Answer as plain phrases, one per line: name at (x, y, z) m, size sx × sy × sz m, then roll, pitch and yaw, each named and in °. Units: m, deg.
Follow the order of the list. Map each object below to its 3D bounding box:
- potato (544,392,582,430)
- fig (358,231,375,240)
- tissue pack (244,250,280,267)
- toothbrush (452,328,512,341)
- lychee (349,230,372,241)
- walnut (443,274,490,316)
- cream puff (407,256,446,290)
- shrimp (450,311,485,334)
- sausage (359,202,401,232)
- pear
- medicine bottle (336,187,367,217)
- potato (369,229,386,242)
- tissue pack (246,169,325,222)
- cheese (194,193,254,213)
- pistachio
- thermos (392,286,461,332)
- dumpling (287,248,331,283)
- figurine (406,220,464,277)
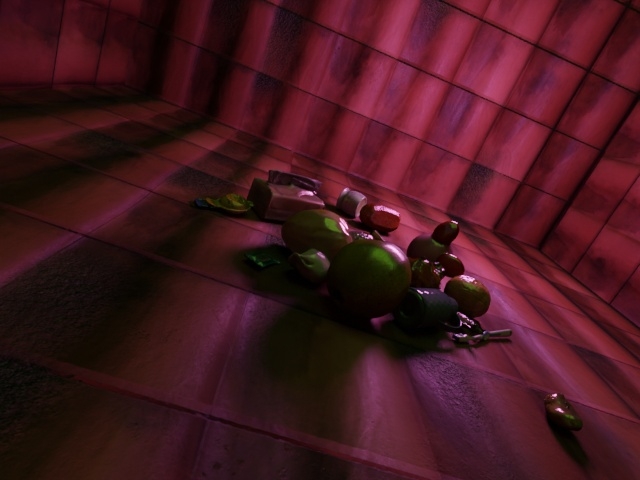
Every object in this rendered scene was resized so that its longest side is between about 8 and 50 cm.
potato at (0.734, 0.525, 1.246) m, size 0.092 × 0.070 × 0.138 m, roll 25°, pitch 21°, yaw 1°
fig at (0.135, 0.005, 1.876) m, size 0.237 × 0.124 × 0.124 m, roll 15°, pitch 18°, yaw 12°
tissue pack at (-0.209, 0.067, 1.455) m, size 0.085 × 0.027 × 0.138 m, roll 33°, pitch 17°, yaw 17°
toothbrush at (0.644, 0.370, 1.589) m, size 0.386 × 0.040 × 0.040 m, roll 6°, pitch 26°, yaw -35°
lychee at (0.154, 0.032, 1.725) m, size 0.165 × 0.165 × 0.197 m, roll 27°, pitch 55°, yaw 11°
walnut at (0.622, 0.234, 1.739) m, size 0.197 × 0.165 × 0.165 m, roll 27°, pitch 20°, yaw 27°
cream puff at (0.405, 0.150, 1.699) m, size 0.241 × 0.154 × 0.269 m, roll 15°, pitch -7°, yaw -17°
shrimp at (0.576, 0.319, 1.599) m, size 0.126 × 0.047 × 0.223 m, roll 19°, pitch 6°, yaw -20°
sausage at (0.343, -0.133, 2.373) m, size 0.268 × 0.153 × 0.141 m, roll 12°, pitch 4°, yaw -28°
pear at (0.157, 0.126, 1.361) m, size 0.295 × 0.294 × 0.294 m, roll 20°, pitch 20°, yaw -8°
medicine bottle at (0.183, -0.226, 2.444) m, size 0.143 × 0.147 × 0.147 m, roll 29°, pitch 21°, yaw 20°
potato at (0.293, 0.008, 2.082) m, size 0.096 × 0.066 × 0.103 m, roll 43°, pitch 8°, yaw -21°
tissue pack at (-0.151, -0.213, 1.939) m, size 0.306 × 0.238 × 0.238 m, roll 8°, pitch 25°, yaw -37°
cheese at (-0.410, -0.158, 1.756) m, size 0.250 × 0.064 × 0.156 m, roll 0°, pitch 27°, yaw -27°
pistachio at (0.000, 0.000, 1.591) m, size 0.309 × 0.229 × 0.230 m, roll 19°, pitch 18°, yaw 20°
thermos at (0.405, 0.253, 1.480) m, size 0.287 × 0.144 × 0.182 m, roll 8°, pitch 35°, yaw -40°
dumpling at (-0.039, 0.092, 1.463) m, size 0.181 × 0.155 × 0.111 m, roll 51°, pitch 53°, yaw -18°
figurine at (0.518, 0.064, 1.932) m, size 0.211 × 0.269 × 0.261 m, roll 3°, pitch -18°, yaw -8°
